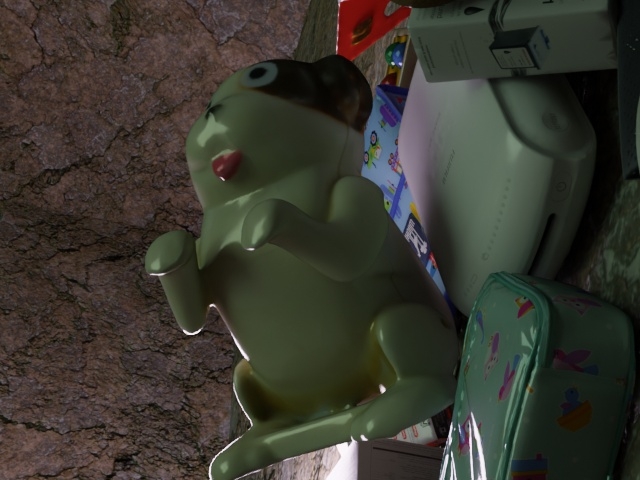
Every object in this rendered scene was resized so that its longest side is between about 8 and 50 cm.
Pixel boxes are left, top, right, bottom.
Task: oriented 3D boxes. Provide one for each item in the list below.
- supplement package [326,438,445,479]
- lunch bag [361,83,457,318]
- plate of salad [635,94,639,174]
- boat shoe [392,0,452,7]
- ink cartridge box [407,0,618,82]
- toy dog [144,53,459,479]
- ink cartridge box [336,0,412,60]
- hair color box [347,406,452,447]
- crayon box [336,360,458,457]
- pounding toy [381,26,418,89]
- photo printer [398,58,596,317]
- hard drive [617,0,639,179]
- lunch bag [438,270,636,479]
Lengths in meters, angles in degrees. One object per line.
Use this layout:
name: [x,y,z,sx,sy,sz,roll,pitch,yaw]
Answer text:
supplement package: [0.081,0.362,1.379,0.134,0.139,0.244,117,162,-51]
lunch bag: [0.145,-0.027,1.581,0.293,0.138,0.221,-113,32,-49]
plate of salad: [0.276,-0.057,0.873,0.200,0.048,0.200,168,90,-71]
boat shoe: [0.061,-0.383,1.178,0.123,0.123,0.342,83,173,-60]
ink cartridge box: [0.194,-0.230,1.182,0.082,0.190,0.140,61,-145,-45]
toy dog: [0.000,0.000,1.339,0.284,0.395,0.408,-22,89,43]
ink cartridge box: [0.160,-0.379,1.481,0.308,0.091,0.385,-40,-21,-23]
hair color box: [0.094,0.227,1.502,0.141,0.043,0.072,-29,68,39]
crayon box: [0.088,0.209,1.671,0.323,0.083,0.203,-134,55,-77]
pounding toy: [0.141,-0.215,1.801,0.206,0.094,0.181,-137,59,-79]
photo printer: [0.178,-0.084,1.290,0.256,0.107,0.308,105,159,-44]
hard drive: [0.300,-0.190,1.012,0.172,0.054,0.255,122,156,-63]
lunch bag: [0.180,0.174,1.123,0.224,0.107,0.279,-134,56,-78]
